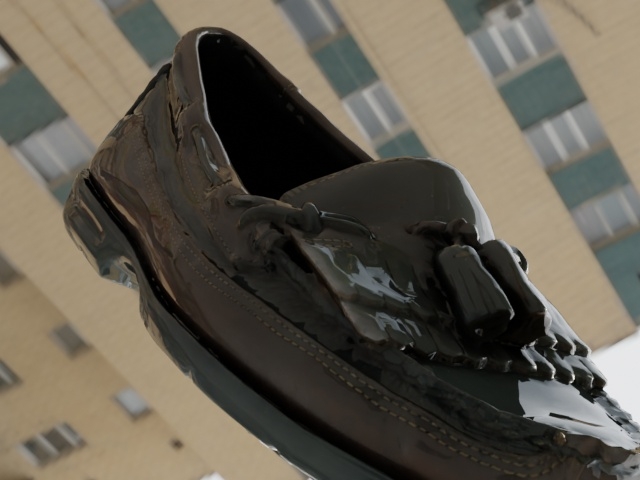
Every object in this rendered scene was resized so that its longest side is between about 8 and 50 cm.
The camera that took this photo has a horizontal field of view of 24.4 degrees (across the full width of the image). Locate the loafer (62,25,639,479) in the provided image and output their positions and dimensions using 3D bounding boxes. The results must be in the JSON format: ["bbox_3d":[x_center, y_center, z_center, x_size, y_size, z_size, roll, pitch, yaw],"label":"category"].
[{"bbox_3d":[0.000,0.000,0.410,0.267,0.096,0.084,33,-78,55],"label":"loafer"}]
